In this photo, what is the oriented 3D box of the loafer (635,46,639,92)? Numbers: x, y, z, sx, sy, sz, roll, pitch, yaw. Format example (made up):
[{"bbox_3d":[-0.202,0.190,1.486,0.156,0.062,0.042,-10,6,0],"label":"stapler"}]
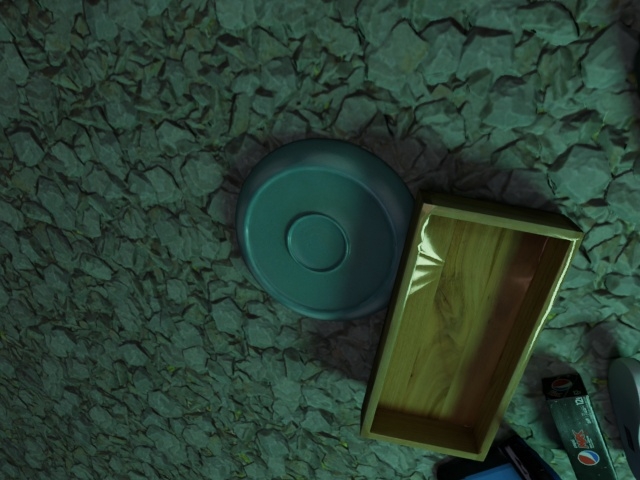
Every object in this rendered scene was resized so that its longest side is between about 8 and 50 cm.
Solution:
[{"bbox_3d":[0.429,-0.108,0.495,0.096,0.084,0.267,-25,102,26],"label":"loafer"}]

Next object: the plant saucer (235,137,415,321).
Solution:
[{"bbox_3d":[0.000,0.000,0.710,0.318,0.043,0.317,7,114,15],"label":"plant saucer"}]

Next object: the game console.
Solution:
[{"bbox_3d":[0.337,0.481,0.683,0.173,0.250,0.293,-36,77,2],"label":"game console"}]

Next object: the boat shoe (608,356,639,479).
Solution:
[{"bbox_3d":[0.481,0.260,0.640,0.076,0.080,0.228,-18,102,6],"label":"boat shoe"}]

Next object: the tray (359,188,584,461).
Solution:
[{"bbox_3d":[0.199,0.141,0.667,0.203,0.076,0.410,11,114,2],"label":"tray"}]

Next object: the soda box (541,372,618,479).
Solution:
[{"bbox_3d":[0.399,0.292,0.689,0.060,0.053,0.168,-20,104,25],"label":"soda box"}]
